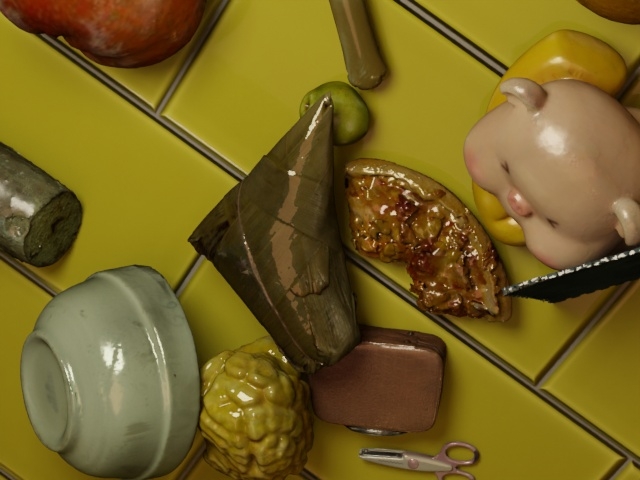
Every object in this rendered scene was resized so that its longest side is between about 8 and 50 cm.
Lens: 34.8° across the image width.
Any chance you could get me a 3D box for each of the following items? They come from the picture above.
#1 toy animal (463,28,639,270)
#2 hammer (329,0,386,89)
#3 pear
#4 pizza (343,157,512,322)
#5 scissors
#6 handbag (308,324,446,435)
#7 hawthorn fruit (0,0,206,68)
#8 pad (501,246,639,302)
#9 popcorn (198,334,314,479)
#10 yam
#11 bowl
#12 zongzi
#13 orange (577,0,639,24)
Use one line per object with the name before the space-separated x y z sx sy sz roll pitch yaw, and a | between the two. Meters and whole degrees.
toy animal | 0.314 -0.056 1.237 0.345 0.247 0.277 43 116 -7
hammer | 0.026 -0.340 1.302 0.201 0.113 0.306 -14 108 19
pear | 0.023 -0.169 1.361 0.097 0.092 0.092 17 116 -37
pizza | 0.140 0.008 1.384 0.305 0.085 0.161 42 111 0
scissors | 0.144 0.326 1.509 0.176 0.022 0.085 7 111 7
handbag | 0.079 0.201 1.462 0.193 0.072 0.151 6 108 10
hawthorn fruit | -0.277 -0.352 1.275 0.284 0.284 0.284 4 107 12
pad | 0.375 0.034 1.241 0.269 0.269 0.012 -19 77 22
popcorn | -0.085 0.232 1.442 0.226 0.203 0.200 44 145 -24
yam | -0.480 -0.072 1.471 0.254 0.154 0.154 31 110 5
bowl | -0.309 0.193 1.422 0.307 0.163 0.307 13 106 50
zongzi | 0.000 0.000 1.332 0.274 0.145 0.300 52 126 8
orange | 0.362 -0.378 1.127 0.274 0.274 0.274 4 107 12
